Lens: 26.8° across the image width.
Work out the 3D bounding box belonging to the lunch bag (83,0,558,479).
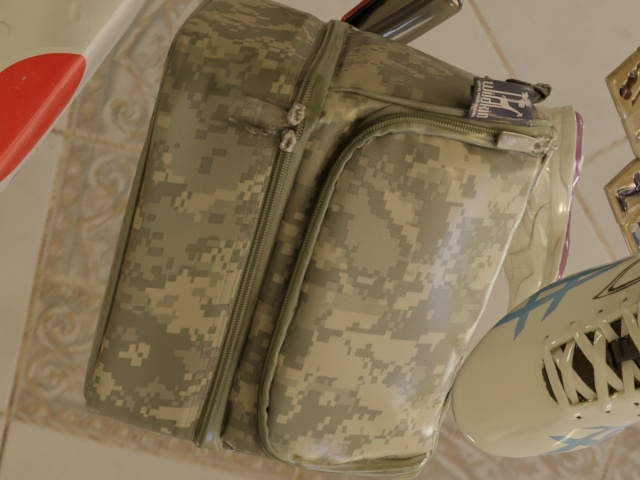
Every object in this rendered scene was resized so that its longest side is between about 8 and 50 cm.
[{"bbox_3d":[0.000,0.000,0.927,0.256,0.212,0.305,17,109,-3],"label":"lunch bag"}]

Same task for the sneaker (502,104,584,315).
[{"bbox_3d":[0.255,-0.029,1.751,0.152,0.114,0.305,7,95,8],"label":"sneaker"}]

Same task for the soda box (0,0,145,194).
[{"bbox_3d":[-0.149,-0.050,0.472,0.098,0.286,0.091,35,142,-8],"label":"soda box"}]

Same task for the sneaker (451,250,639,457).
[{"bbox_3d":[0.153,0.042,0.609,0.237,0.086,0.085,-25,76,32],"label":"sneaker"}]

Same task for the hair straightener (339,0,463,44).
[{"bbox_3d":[0.022,-0.144,1.131,0.230,0.047,0.089,-33,57,7],"label":"hair straightener"}]

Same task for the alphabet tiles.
[{"bbox_3d":[0.312,-0.073,1.120,0.198,0.009,0.237,-41,123,-19],"label":"alphabet tiles"}]
